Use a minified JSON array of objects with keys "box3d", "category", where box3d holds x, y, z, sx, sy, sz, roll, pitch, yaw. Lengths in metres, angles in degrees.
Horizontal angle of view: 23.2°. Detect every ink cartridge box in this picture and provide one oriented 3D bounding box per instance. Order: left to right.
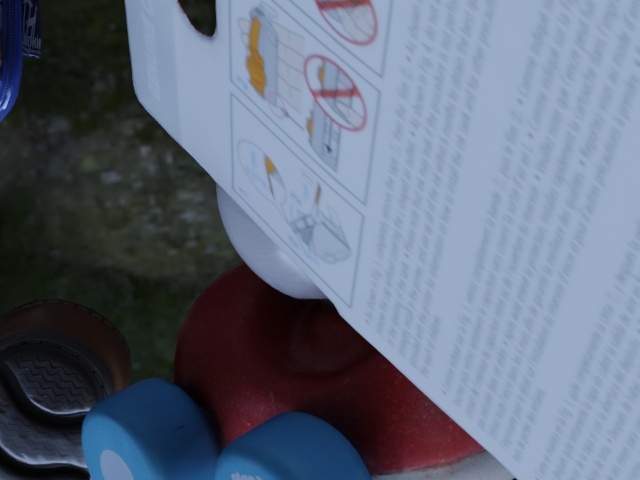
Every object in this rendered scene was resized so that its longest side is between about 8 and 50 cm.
[{"box3d":[0.086,-0.037,0.474,0.091,0.385,0.308,-37,157,-23],"category":"ink cartridge box"}]

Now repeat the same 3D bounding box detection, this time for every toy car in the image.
[{"box3d":[0.000,0.000,0.743,0.219,0.238,0.210,-25,-160,-36],"category":"toy car"}]

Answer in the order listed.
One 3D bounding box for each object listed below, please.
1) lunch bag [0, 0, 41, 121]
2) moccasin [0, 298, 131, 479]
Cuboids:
[{"box3d":[-0.296,-0.189,1.127,0.115,0.243,0.303,3,171,-31],"category":"lunch bag"},{"box3d":[-0.195,0.158,1.008,0.139,0.380,0.147,25,-134,4],"category":"moccasin"}]
